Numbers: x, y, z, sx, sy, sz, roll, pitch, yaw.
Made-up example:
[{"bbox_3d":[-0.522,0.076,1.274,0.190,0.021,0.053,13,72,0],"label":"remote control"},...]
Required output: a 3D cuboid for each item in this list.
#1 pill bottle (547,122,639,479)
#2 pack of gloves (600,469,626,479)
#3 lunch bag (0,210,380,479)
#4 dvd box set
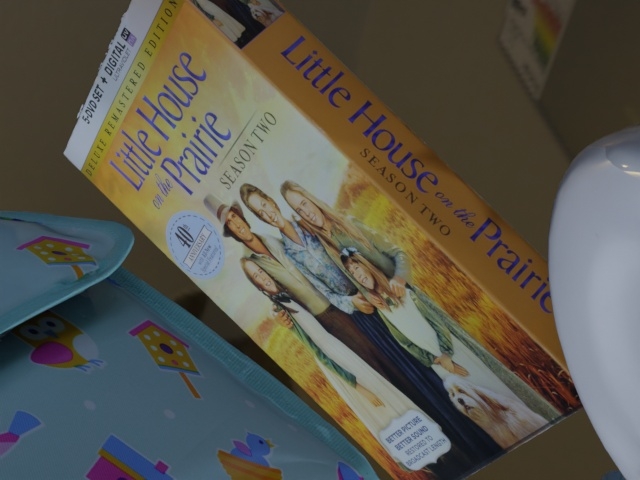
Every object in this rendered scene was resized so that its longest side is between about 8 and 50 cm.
[{"bbox_3d":[0.328,-0.007,0.745,0.392,0.224,0.224,-21,-129,-18],"label":"pill bottle"},{"bbox_3d":[0.148,0.216,0.973,0.046,0.195,0.232,37,-178,-4],"label":"pack of gloves"},{"bbox_3d":[-0.139,0.095,0.610,0.262,0.160,0.223,42,-149,8],"label":"lunch bag"},{"bbox_3d":[0.000,0.000,1.167,0.420,0.307,0.062,45,-121,1],"label":"dvd box set"}]
